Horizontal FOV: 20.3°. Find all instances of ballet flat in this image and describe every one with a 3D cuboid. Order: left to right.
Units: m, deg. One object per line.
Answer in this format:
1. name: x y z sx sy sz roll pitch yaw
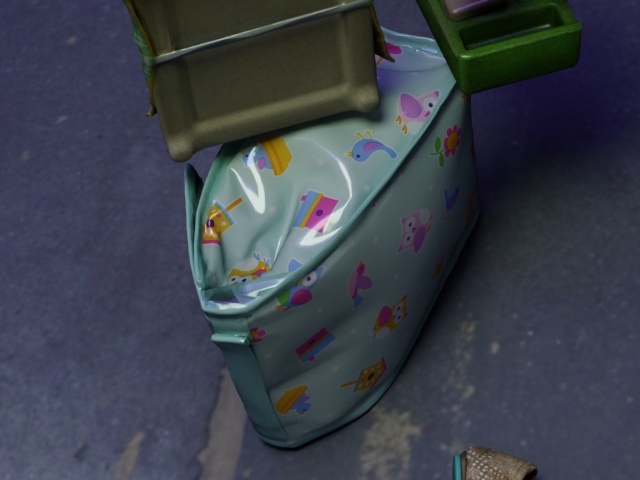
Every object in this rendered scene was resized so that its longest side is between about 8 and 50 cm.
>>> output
1. ballet flat: 0.122 0.229 1.184 0.067 0.073 0.206 0 58 3

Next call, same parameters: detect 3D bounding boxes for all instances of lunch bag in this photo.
1. lunch bag: 0.000 0.000 1.292 0.160 0.223 0.262 22 65 21

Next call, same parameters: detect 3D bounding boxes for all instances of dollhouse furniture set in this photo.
1. dollhouse furniture set: 0.012 -0.193 1.165 0.301 0.197 0.151 -15 55 -5
